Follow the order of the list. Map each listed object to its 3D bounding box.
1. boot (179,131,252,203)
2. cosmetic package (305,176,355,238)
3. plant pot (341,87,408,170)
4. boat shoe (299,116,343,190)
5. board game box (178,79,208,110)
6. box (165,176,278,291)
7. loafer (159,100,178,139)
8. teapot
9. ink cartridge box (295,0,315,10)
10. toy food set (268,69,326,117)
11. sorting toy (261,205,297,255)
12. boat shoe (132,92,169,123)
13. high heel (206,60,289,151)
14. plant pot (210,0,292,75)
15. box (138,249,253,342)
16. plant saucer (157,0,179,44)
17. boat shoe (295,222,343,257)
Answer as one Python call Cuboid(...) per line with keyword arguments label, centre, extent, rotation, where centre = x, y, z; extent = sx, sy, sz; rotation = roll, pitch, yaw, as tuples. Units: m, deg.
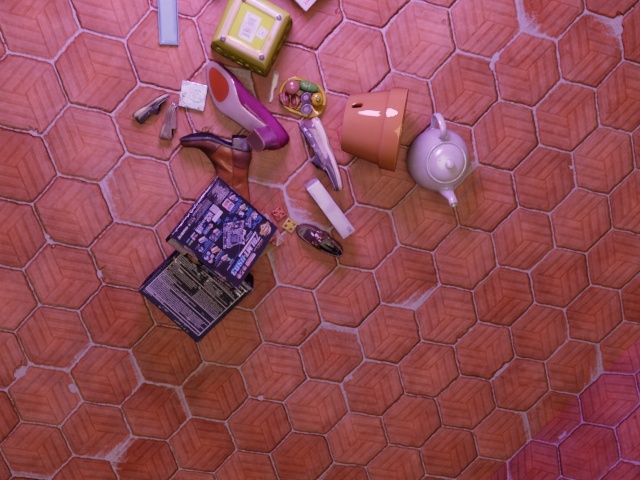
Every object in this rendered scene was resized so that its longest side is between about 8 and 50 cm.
Cuboid(label="boot", centre=(-0.385, -0.250, 1.936), extent=(0.264, 0.096, 0.281), rotation=(1, 112, -13))
Cuboid(label="cosmetic package", centre=(0.034, -0.124, 1.994), extent=(0.060, 0.099, 0.239), rotation=(-36, 105, 6))
Cuboid(label="plant pot", centre=(0.189, -0.402, 1.862), extent=(0.203, 0.291, 0.291), rotation=(9, 103, 7))
Cuboid(label="boat shoe", centre=(0.005, -0.309, 1.945), extent=(0.092, 0.103, 0.285), rotation=(-21, 102, 4))
Cuboid(label="board game box", centre=(-0.454, -0.517, 1.876), extent=(0.090, 0.020, 0.090), rotation=(11, 103, -9))
Cuboid(label="box", centre=(-0.339, -0.024, 1.854), extent=(0.293, 0.073, 0.296), rotation=(41, 60, -19))
Cuboid(label="loafer", centre=(-0.531, -0.425, 1.875), extent=(0.050, 0.056, 0.148), rotation=(21, 111, -12))
Cuboid(label="teapot", centre=(0.450, -0.300, 1.951), extent=(0.256, 0.187, 0.253), rotation=(32, 98, -12))
Cuboid(label="ink cartridge box", centre=(-0.072, -0.896, 1.767), extent=(0.139, 0.082, 0.190), rotation=(-44, 117, 12))
Cuboid(label="toy food set", centre=(-0.080, -0.522, 1.892), extent=(0.217, 0.071, 0.128), rotation=(17, 102, -10))
Cuboid(label="sorting toy", centre=(-0.219, -0.017, 2.017), extent=(0.274, 0.046, 0.132), rotation=(-32, 106, 1))
Cuboid(label="boat shoe", centre=(-0.591, -0.467, 1.859), extent=(0.152, 0.056, 0.049), rotation=(-29, 111, 11))
Cuboid(label="high heel", centre=(-0.262, -0.483, 1.894), extent=(0.127, 0.181, 0.377), rotation=(-30, 91, 35))
Cuboid(label="plant pot", centre=(-0.232, -0.702, 1.760), extent=(0.227, 0.207, 0.228), rotation=(25, 101, -13))
Cuboid(label="box", centre=(-0.451, 0.159, 1.963), extent=(0.294, 0.183, 0.296), rotation=(-43, 104, 5))
Cuboid(label="plant saucer", centre=(-0.522, -0.774, 1.805), extent=(0.067, 0.018, 0.192), rotation=(0, 103, -7))
Cuboid(label="boat shoe", centre=(0.000, 0.000, 2.034), extent=(0.207, 0.073, 0.073), rotation=(27, 101, -11))
